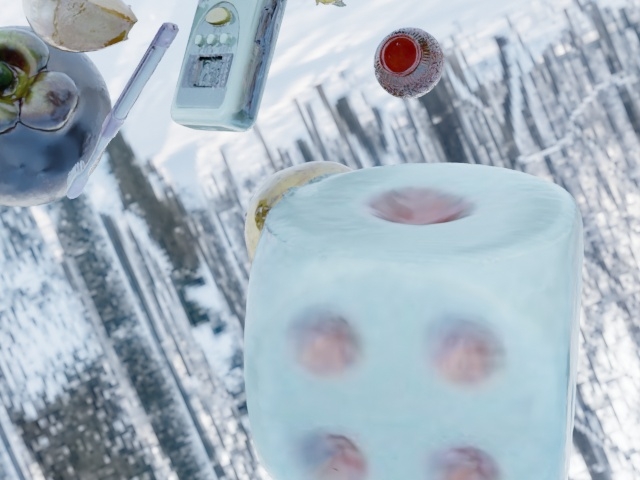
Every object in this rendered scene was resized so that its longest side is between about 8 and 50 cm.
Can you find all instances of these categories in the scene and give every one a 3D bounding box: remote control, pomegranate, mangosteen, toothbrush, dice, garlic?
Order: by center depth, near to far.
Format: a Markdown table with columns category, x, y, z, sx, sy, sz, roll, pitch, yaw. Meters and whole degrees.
| category | x | y | z | sx | sy | sz | roll | pitch | yaw |
| --- | --- | --- | --- | --- | --- | --- | --- | --- | --- |
| dice | 0.094 | 0.088 | 1.023 | 0.268 | 0.262 | 0.264 | 2 | -158 | 14 |
| remote control | -0.090 | -0.269 | 1.296 | 0.056 | 0.296 | 0.140 | 16 | 177 | -40 |
| garlic | -0.339 | -0.315 | 1.503 | 0.115 | 0.128 | 0.206 | -54 | 162 | -3 |
| toothbrush | -0.268 | -0.166 | 1.506 | 0.024 | 0.029 | 0.354 | 5 | 144 | -33 |
| mangosteen | -0.464 | -0.201 | 1.814 | 0.297 | 0.297 | 0.313 | -25 | -171 | -41 |
| pomegranate | 0.000 | 0.000 | 1.831 | 0.260 | 0.260 | 0.260 | -23 | -177 | 1 |

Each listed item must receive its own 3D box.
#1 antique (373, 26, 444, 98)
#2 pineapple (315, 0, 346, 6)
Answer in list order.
| category | x | y | z | sx | sy | sz | roll | pitch | yaw |
| --- | --- | --- | --- | --- | --- | --- | --- | --- | --- |
| antique | 0.122 | -0.244 | 1.583 | 0.104 | 0.104 | 0.104 | -23 | -177 | 1 |
| pineapple | 0.041 | -0.452 | 1.635 | 0.140 | 0.249 | 0.164 | -12 | 172 | 9 |
